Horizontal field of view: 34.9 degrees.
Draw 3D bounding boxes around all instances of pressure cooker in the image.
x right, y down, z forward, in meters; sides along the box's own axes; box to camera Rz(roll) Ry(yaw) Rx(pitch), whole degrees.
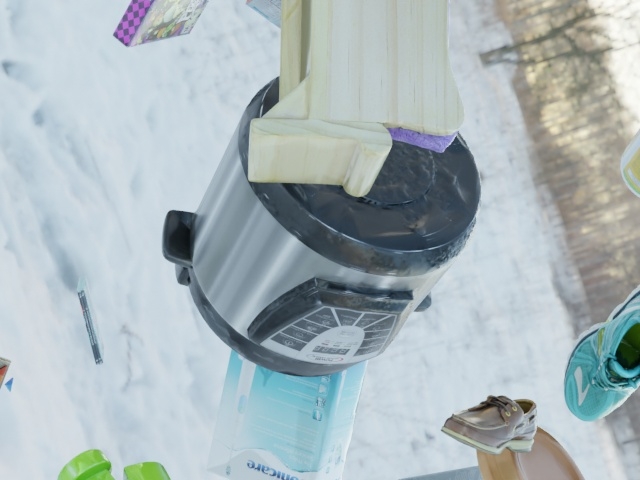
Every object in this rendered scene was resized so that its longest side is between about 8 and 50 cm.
[{"bbox_3d":[0.002,-0.004,1.516,0.370,0.420,0.375,45,48,10],"label":"pressure cooker"}]

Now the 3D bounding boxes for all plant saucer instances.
[{"bbox_3d":[0.278,0.304,1.274,0.200,0.037,0.200,32,32,-23],"label":"plant saucer"}]

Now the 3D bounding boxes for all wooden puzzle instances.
[{"bbox_3d":[-0.669,0.269,2.073,0.116,0.014,0.078,23,81,-48],"label":"wooden puzzle"}]

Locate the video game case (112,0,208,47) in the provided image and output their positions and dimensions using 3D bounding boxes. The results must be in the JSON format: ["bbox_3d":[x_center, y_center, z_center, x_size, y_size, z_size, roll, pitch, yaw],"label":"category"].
[{"bbox_3d":[-0.232,-0.439,1.723,0.042,0.232,0.210,41,28,7],"label":"video game case"}]

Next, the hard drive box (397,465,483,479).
[{"bbox_3d":[0.253,0.457,1.647,0.181,0.232,0.089,50,42,-23],"label":"hard drive box"}]

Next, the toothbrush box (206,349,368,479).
[{"bbox_3d":[-0.055,0.290,1.789,0.126,0.216,0.295,7,96,-64],"label":"toothbrush box"}]

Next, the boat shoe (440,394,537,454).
[{"bbox_3d":[0.192,0.200,1.139,0.178,0.064,0.060,14,97,-54],"label":"boat shoe"}]

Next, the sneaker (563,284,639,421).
[{"bbox_3d":[0.401,0.159,1.378,0.110,0.107,0.275,-48,165,-45],"label":"sneaker"}]

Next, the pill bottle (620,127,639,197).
[{"bbox_3d":[0.611,-0.167,1.735,0.245,0.137,0.136,92,-14,-70],"label":"pill bottle"}]

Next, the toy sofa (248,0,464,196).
[{"bbox_3d":[0.027,-0.231,0.923,0.150,0.177,0.362,118,-26,-77],"label":"toy sofa"}]

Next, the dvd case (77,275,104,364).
[{"bbox_3d":[-0.347,0.120,1.541,0.087,0.013,0.119,-135,-146,-75],"label":"dvd case"}]

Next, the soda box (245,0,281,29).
[{"bbox_3d":[0.006,-0.257,1.189,0.183,0.058,0.062,32,70,-28],"label":"soda box"}]

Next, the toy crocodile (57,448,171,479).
[{"bbox_3d":[-0.313,0.348,1.194,0.115,0.341,0.105,43,-45,26],"label":"toy crocodile"}]
